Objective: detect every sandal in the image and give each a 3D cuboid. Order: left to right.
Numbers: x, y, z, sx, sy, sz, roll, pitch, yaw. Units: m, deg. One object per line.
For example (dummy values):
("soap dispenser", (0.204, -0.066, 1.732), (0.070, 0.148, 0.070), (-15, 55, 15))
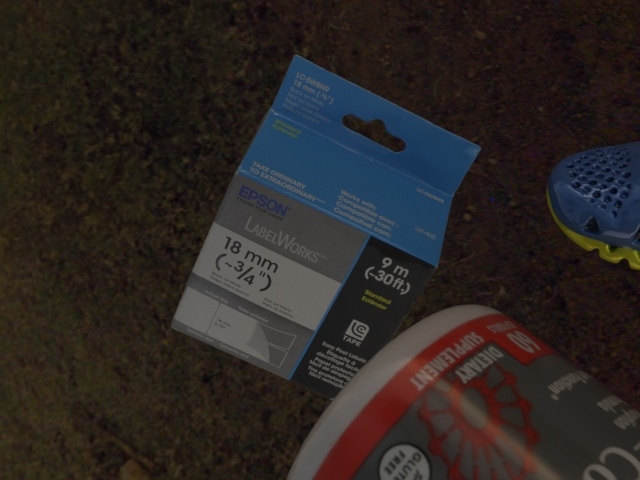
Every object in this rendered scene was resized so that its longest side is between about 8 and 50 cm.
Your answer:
("sandal", (0.322, -0.062, 0.440), (0.317, 0.126, 0.138), (-7, 135, 21))

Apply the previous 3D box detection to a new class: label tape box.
("label tape box", (0.000, 0.000, 0.729), (0.240, 0.106, 0.334), (25, 116, -5))

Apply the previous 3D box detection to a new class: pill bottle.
("pill bottle", (0.163, 0.214, 0.333), (0.363, 0.210, 0.210), (38, 122, 34))
